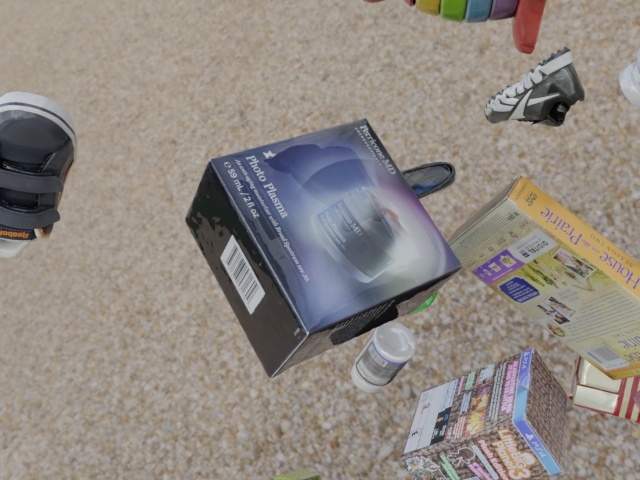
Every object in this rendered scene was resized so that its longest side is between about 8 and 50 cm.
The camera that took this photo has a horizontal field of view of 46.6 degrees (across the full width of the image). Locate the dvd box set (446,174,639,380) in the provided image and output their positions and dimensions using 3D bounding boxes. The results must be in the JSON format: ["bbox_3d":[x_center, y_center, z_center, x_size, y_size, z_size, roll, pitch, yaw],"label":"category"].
[{"bbox_3d":[0.442,0.082,1.307,0.062,0.420,0.307,-52,-3,-19],"label":"dvd box set"}]

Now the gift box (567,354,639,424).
[{"bbox_3d":[0.681,0.259,1.594,0.255,0.276,0.258,13,97,21],"label":"gift box"}]

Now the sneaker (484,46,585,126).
[{"bbox_3d":[0.364,-0.231,1.271,0.078,0.106,0.234,-29,-2,-24],"label":"sneaker"}]

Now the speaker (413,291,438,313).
[{"bbox_3d":[0.150,0.019,1.535,0.131,0.131,0.296,-31,34,10],"label":"speaker"}]

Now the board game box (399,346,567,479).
[{"bbox_3d":[0.339,0.385,1.528,0.291,0.141,0.232,-29,14,31],"label":"board game box"}]

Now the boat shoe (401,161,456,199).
[{"bbox_3d":[0.162,-0.102,1.468,0.229,0.080,0.076,-16,-8,1],"label":"boat shoe"}]

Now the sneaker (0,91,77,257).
[{"bbox_3d":[-0.425,-0.077,1.063,0.321,0.126,0.127,133,144,-55],"label":"sneaker"}]

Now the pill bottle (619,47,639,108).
[{"bbox_3d":[0.524,-0.266,1.062,0.184,0.103,0.103,-41,20,53],"label":"pill bottle"}]

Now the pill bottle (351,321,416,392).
[{"bbox_3d":[0.106,0.207,1.296,0.137,0.078,0.078,118,172,-48],"label":"pill bottle"}]

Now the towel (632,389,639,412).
[{"bbox_3d":[0.683,0.268,1.152,0.329,0.037,0.237,-22,24,15],"label":"towel"}]

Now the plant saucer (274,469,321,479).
[{"bbox_3d":[-0.013,0.575,1.582,0.045,0.188,0.188,-28,72,9],"label":"plant saucer"}]

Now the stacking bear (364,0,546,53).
[{"bbox_3d":[0.169,-0.383,1.041,0.289,0.175,0.164,8,61,7],"label":"stacking bear"}]

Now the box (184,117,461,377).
[{"bbox_3d":[0.000,0.000,1.135,0.294,0.296,0.182,-20,-20,-33],"label":"box"}]
